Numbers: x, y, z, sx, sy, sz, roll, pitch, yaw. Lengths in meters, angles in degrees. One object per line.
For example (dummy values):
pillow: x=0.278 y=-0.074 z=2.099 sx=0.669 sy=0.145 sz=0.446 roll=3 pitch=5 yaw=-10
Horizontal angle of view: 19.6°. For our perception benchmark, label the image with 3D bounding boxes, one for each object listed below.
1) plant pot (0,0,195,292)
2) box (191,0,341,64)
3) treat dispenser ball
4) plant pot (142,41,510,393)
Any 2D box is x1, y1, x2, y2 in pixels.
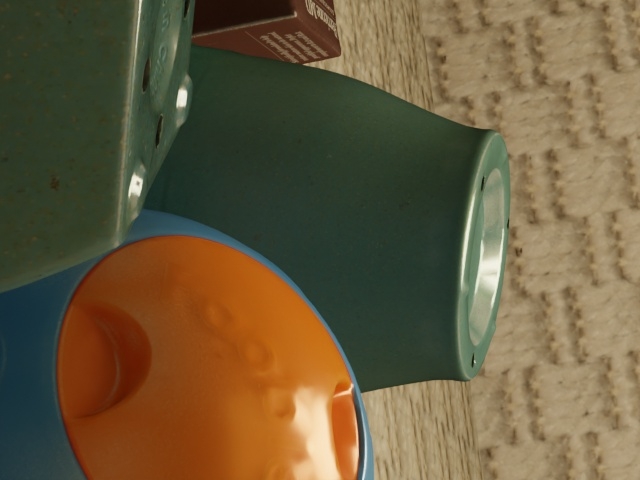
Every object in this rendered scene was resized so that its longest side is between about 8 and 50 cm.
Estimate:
plant pot: x=-0.184 y=-0.110 z=0.807 sx=0.248 sy=0.252 sz=0.247 roll=-75 pitch=173 yaw=-63
box: x=-0.091 y=-0.264 z=1.675 sx=0.168 sy=0.167 sz=0.203 roll=24 pitch=56 yaw=-75
treat dispenser ball: x=-0.116 y=0.125 z=1.001 sx=0.288 sy=0.288 sz=0.288 roll=-10 pitch=90 yaw=-77
plant pot: x=0.000 y=0.000 z=1.350 sx=0.271 sy=0.255 sz=0.272 roll=7 pitch=90 yaw=-76
